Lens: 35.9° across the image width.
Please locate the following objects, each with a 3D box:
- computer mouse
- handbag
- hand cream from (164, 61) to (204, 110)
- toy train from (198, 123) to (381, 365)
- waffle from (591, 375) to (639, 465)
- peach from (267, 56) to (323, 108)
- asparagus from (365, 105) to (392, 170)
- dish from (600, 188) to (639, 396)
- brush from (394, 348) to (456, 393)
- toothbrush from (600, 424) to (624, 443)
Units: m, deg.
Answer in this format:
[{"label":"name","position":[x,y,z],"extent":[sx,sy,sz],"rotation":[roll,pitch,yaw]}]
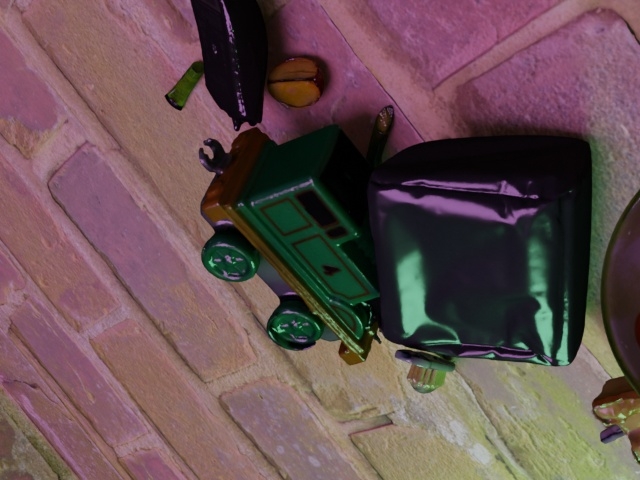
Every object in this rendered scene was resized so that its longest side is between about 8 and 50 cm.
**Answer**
[{"label":"computer mouse","position":[-0.116,-0.275,1.373],"extent":[0.147,0.088,0.264],"rotation":[48,149,48]},{"label":"handbag","position":[0.201,0.003,1.254],"extent":[0.275,0.178,0.301],"rotation":[8,131,22]},{"label":"hand cream","position":[-0.215,-0.245,1.566],"extent":[0.036,0.023,0.122],"rotation":[40,145,-8]},{"label":"toy train","position":[0.000,0.000,1.401],"extent":[0.249,0.178,0.429],"rotation":[-20,124,35]},{"label":"waffle","position":[0.550,0.274,1.207],"extent":[0.348,0.077,0.304],"rotation":[49,140,-9]},{"label":"peach","position":[-0.031,-0.225,1.380],"extent":[0.077,0.050,0.083],"rotation":[29,153,-10]},{"label":"asparagus","position":[0.077,-0.094,1.410],"extent":[0.034,0.027,0.236],"rotation":[18,136,13]},{"label":"dish","position":[0.468,0.054,1.028],"extent":[0.324,0.124,0.324],"rotation":[-8,79,43]},{"label":"brush","position":[0.145,0.192,1.424],"extent":[0.068,0.060,0.297],"rotation":[18,177,17]},{"label":"toothbrush","position":[0.484,0.207,1.280],"extent":[0.029,0.024,0.354],"rotation":[39,142,-2]}]
